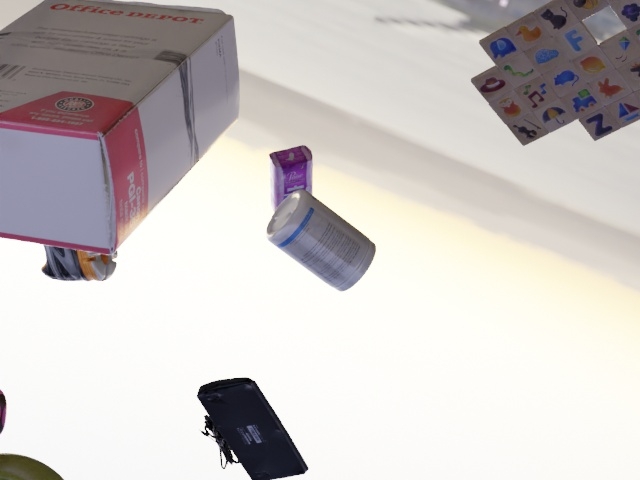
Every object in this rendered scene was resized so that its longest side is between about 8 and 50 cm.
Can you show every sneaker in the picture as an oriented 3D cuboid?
[{"bbox_3d":[-0.296,-0.053,1.705,0.083,0.214,0.084,-13,176,25],"label":"sneaker"}]

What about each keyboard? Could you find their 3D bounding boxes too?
[{"bbox_3d":[-0.088,0.214,1.758,0.100,0.038,0.192,-12,134,15],"label":"keyboard"}]

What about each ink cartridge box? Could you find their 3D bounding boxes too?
[{"bbox_3d":[-0.216,-0.113,1.349,0.207,0.117,0.283,8,-150,18],"label":"ink cartridge box"}]

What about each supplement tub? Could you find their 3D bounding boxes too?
[{"bbox_3d":[0.000,0.000,1.651,0.107,0.071,0.071,38,177,-19],"label":"supplement tub"}]

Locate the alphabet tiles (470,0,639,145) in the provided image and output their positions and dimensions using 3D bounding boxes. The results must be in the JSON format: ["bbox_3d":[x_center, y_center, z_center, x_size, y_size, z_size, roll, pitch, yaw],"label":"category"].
[{"bbox_3d":[0.310,-0.204,1.812,0.198,0.237,0.009,47,-146,-26],"label":"alphabet tiles"}]

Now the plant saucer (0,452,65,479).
[{"bbox_3d":[-0.392,0.365,1.775,0.241,0.241,0.037,23,168,19],"label":"plant saucer"}]

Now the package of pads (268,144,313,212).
[{"bbox_3d":[-0.034,-0.071,1.797,0.050,0.083,0.032,-14,-135,-15],"label":"package of pads"}]

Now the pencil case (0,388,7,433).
[{"bbox_3d":[-0.461,0.215,1.779,0.095,0.098,0.209,20,-163,24],"label":"pencil case"}]
